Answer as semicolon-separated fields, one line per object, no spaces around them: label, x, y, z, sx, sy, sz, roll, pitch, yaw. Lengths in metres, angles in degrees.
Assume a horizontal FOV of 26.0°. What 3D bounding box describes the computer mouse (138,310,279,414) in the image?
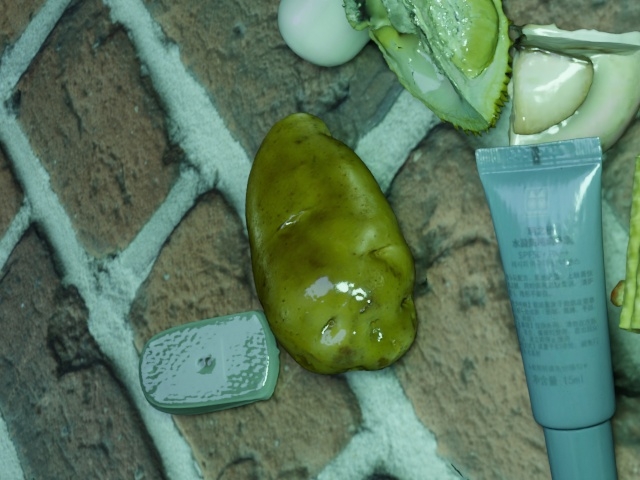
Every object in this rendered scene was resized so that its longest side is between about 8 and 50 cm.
computer mouse;-0.151;0.171;1.907;0.231;0.079;0.128;-9;78;26

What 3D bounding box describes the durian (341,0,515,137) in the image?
durian;0.116;-0.267;1.638;0.172;0.166;0.306;-18;106;29

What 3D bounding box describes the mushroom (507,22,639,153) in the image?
mushroom;0.283;-0.139;1.498;0.162;0.236;0.173;-1;104;10

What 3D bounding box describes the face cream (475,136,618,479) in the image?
face cream;0.252;0.087;1.441;0.135;0.086;0.385;-4;102;30

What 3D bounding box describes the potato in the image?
potato;0.000;0.000;1.742;0.195;0.176;0.369;113;144;-49

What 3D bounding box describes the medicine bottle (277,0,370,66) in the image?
medicine bottle;0.073;-0.367;1.759;0.341;0.130;0.130;-50;52;25

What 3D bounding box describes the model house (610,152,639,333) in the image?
model house;0.399;0.003;1.356;0.254;0.160;0.196;0;82;45
